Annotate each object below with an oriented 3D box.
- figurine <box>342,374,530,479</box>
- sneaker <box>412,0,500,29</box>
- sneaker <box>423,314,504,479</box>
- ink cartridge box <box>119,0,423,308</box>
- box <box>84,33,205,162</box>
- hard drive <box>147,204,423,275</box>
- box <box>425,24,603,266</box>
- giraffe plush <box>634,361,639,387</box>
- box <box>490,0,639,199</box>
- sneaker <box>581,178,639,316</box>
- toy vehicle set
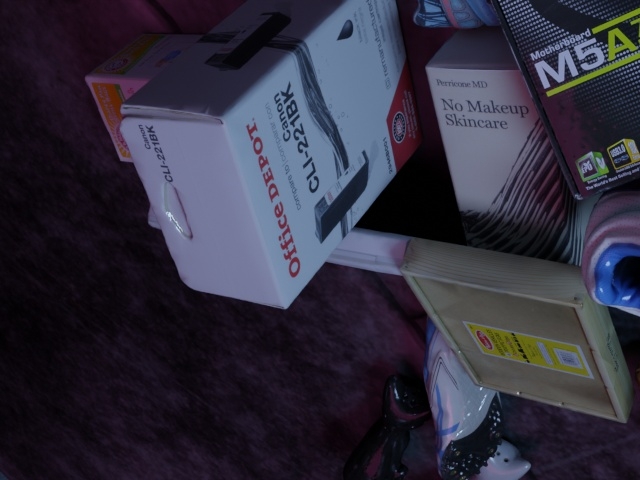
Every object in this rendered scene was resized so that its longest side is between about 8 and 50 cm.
[{"bbox_3d":[0.150,0.282,1.298,0.215,0.092,0.209,29,136,13],"label":"figurine"},{"bbox_3d":[0.065,-0.275,0.808,0.125,0.104,0.261,-5,123,45],"label":"sneaker"},{"bbox_3d":[0.159,0.174,1.173,0.086,0.085,0.237,-136,38,-57],"label":"sneaker"},{"bbox_3d":[-0.030,-0.101,0.916,0.114,0.273,0.197,11,133,33],"label":"ink cartridge box"},{"bbox_3d":[-0.132,-0.149,1.092,0.203,0.103,0.114,9,132,33],"label":"box"},{"bbox_3d":[0.000,0.000,1.075,0.308,0.203,0.040,10,89,32],"label":"hard drive"},{"bbox_3d":[0.186,-0.059,0.922,0.113,0.094,0.275,7,131,35],"label":"box"},{"bbox_3d":[0.386,0.194,0.940,0.210,0.170,0.181,36,141,6],"label":"giraffe plush"},{"bbox_3d":[0.239,-0.148,0.734,0.191,0.045,0.184,-21,97,20],"label":"box"},{"bbox_3d":[0.346,-0.009,0.723,0.323,0.236,0.130,-2,126,41],"label":"sneaker"},{"bbox_3d":[0.193,0.089,0.956,0.166,0.035,0.267,11,156,30],"label":"toy vehicle set"}]
